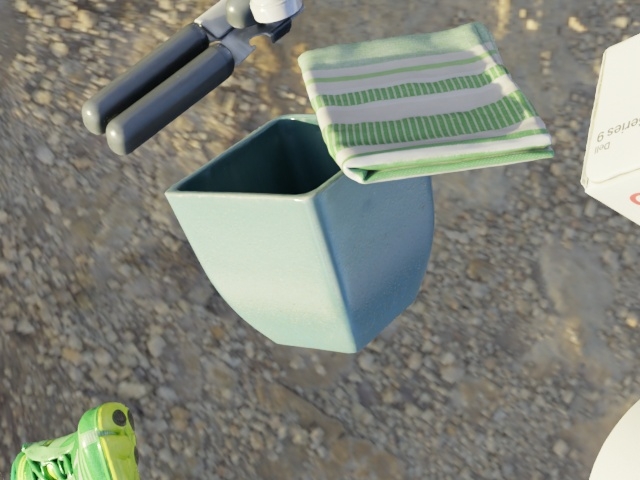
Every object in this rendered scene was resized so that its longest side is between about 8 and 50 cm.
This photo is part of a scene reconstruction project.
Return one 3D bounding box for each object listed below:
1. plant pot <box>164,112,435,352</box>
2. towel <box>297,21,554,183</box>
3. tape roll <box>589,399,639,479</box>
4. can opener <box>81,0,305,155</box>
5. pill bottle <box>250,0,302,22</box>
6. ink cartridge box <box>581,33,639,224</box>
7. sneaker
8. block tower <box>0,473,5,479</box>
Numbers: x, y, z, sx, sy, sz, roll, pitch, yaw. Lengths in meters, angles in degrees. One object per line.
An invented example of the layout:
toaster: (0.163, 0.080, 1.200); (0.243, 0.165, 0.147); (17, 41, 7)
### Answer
plant pot: (0.000, 0.000, 1.665); (0.247, 0.248, 0.252); (-38, 120, -42)
towel: (0.115, -0.168, 1.528); (0.248, 0.325, 0.038); (-9, 123, -4)
tape roll: (0.417, 0.274, 1.329); (0.246, 0.169, 0.246); (-11, 115, -25)
can opener: (-0.128, -0.200, 1.353); (0.074, 0.093, 0.280); (40, 70, 21)
pill bottle: (-0.056, -0.263, 1.204); (0.065, 0.065, 0.116); (-26, 121, -12)
ink cartridge box: (0.262, -0.037, 0.657); (0.212, 0.154, 0.093); (25, 64, -27)
sneaker: (-0.259, 0.253, 1.369); (0.123, 0.295, 0.109); (0, 64, -19)
block tower: (-0.344, 0.071, 0.910); (0.097, 0.091, 0.335); (-27, 106, 1)
